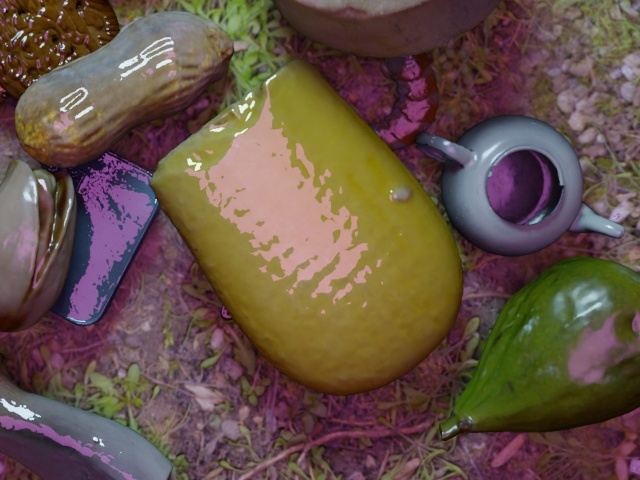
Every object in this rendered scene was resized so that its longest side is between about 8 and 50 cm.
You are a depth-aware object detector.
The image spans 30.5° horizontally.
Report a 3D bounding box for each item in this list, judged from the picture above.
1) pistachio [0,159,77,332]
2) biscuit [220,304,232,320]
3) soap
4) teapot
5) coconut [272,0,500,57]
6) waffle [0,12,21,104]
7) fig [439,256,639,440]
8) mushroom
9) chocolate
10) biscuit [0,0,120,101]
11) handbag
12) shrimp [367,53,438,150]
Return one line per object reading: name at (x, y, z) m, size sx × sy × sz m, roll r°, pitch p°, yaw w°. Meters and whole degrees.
pistachio at (-0.375, 0.010, 1.476) m, size 0.144 × 0.144 × 0.215 m, roll 16°, pitch 96°, yaw -6°
biscuit at (-0.063, 0.026, 1.612) m, size 0.182 × 0.034 × 0.215 m, roll 44°, pitch 88°, yaw -8°
soap at (-0.001, -0.001, 1.544) m, size 0.306 × 0.115 × 0.427 m, roll -37°, pitch 99°, yaw -8°
teapot at (0.261, -0.074, 1.589) m, size 0.294 × 0.129 × 0.193 m, roll 26°, pitch 90°, yaw -7°
coconut at (0.071, -0.397, 1.443) m, size 0.352 × 0.352 × 0.352 m, roll 0°, pitch 94°, yaw -5°
waffle at (-0.481, -0.269, 1.541) m, size 0.262 × 0.060 × 0.280 m, roll 8°, pitch 93°, yaw -6°
fig at (0.304, 0.141, 1.569) m, size 0.314 × 0.233 × 0.233 m, roll -7°, pitch 94°, yaw 5°
mushroom at (-0.347, 0.282, 1.561) m, size 0.329 × 0.122 × 0.159 m, roll 35°, pitch 81°, yaw -6°
chocolate at (-0.253, -0.200, 1.511) m, size 0.309 × 0.134 × 0.134 m, roll -31°, pitch 96°, yaw -19°
biscuit at (-0.347, -0.262, 1.530) m, size 0.188 × 0.027 × 0.188 m, roll -6°, pitch 102°, yaw -32°
handbag at (-0.327, -0.016, 1.572) m, size 0.179 × 0.062 × 0.229 m, roll 29°, pitch 90°, yaw -6°
shrimp at (0.077, -0.200, 1.611) m, size 0.166 × 0.049 × 0.161 m, roll -14°, pitch 96°, yaw 3°
